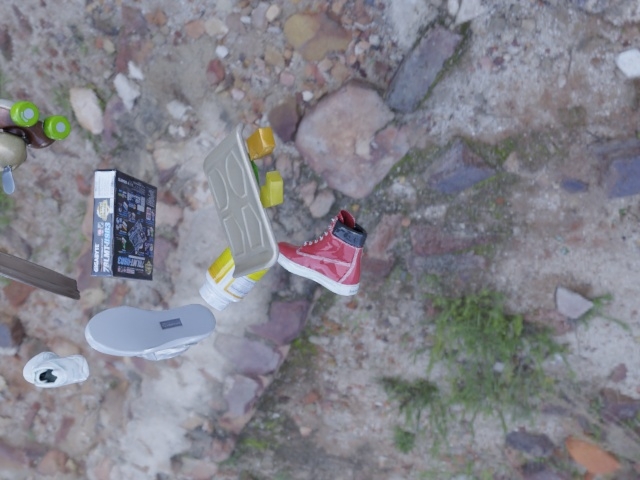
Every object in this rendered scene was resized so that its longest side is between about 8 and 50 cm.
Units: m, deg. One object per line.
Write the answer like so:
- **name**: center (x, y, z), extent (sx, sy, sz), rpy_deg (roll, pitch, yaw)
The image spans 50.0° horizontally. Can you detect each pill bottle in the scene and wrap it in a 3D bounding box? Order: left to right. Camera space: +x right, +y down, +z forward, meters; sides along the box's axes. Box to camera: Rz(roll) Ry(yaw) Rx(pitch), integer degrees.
- **pill bottle**: center (-0.207, 0.072, 1.735), extent (0.117, 0.117, 0.215), rpy_deg (40, 99, -19)

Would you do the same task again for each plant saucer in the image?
- **plant saucer**: center (-0.623, 0.057, 1.414), extent (0.277, 0.041, 0.278), rpy_deg (21, 172, 3)

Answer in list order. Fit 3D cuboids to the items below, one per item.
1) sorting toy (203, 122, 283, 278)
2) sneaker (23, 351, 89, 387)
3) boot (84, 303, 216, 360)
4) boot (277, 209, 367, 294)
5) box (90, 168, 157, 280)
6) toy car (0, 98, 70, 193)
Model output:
- **sorting toy**: center (-0.110, -0.066, 1.095), extent (0.307, 0.041, 0.229), rpy_deg (-19, 85, 65)
- **sneaker**: center (-0.442, 0.210, 1.107), extent (0.152, 0.061, 0.054), rpy_deg (-10, 92, 36)
- **boot**: center (-0.322, 0.183, 1.253), extent (0.258, 0.095, 0.123), rpy_deg (2, 145, -44)
- **boot**: center (0.000, 0.000, 1.558), extent (0.244, 0.088, 0.176), rpy_deg (22, 111, 36)
- **box**: center (-0.559, -0.034, 1.973), extent (0.073, 0.294, 0.295), rpy_deg (1, 175, 9)
- **toy car**: center (-0.645, -0.191, 1.452), extent (0.155, 0.189, 0.149), rpy_deg (10, 172, 38)
